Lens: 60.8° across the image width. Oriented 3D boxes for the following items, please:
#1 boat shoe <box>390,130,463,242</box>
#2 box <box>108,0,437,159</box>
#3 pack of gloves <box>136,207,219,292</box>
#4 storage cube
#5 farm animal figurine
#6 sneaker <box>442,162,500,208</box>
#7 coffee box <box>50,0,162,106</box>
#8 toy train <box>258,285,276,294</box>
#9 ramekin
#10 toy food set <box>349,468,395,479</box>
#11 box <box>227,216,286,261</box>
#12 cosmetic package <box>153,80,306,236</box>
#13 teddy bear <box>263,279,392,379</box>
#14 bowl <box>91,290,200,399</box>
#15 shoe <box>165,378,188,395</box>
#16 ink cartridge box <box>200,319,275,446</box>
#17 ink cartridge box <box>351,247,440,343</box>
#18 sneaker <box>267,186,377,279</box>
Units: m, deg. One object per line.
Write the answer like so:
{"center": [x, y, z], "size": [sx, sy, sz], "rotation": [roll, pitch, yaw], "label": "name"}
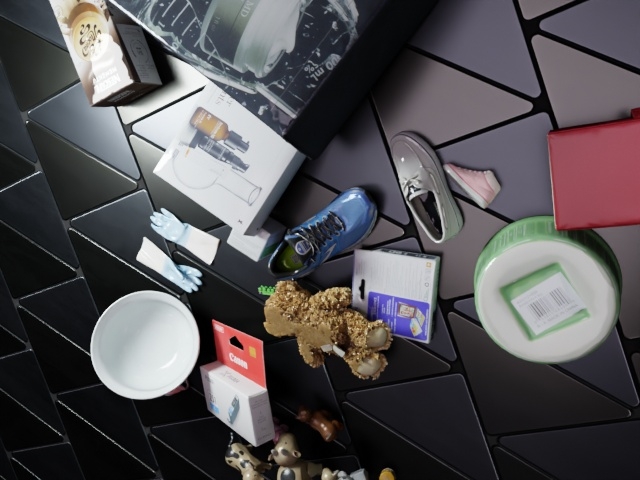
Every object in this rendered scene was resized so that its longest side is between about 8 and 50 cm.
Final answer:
{"center": [0.224, -0.117, 1.222], "size": [0.096, 0.088, 0.267], "rotation": [-21, 96, 42], "label": "boat shoe"}
{"center": [-0.071, -0.504, 1.096], "size": [0.472, 0.297, 0.480], "rotation": [39, 97, 8], "label": "box"}
{"center": [-0.419, 0.032, 1.550], "size": [0.232, 0.046, 0.195], "rotation": [29, 112, 14], "label": "pack of gloves"}
{"center": [0.545, -0.134, 1.043], "size": [0.193, 0.184, 0.215], "rotation": [-6, 100, 25], "label": "storage cube"}
{"center": [-0.091, 0.591, 1.409], "size": [0.330, 0.172, 0.326], "rotation": [-32, 59, 16], "label": "farm animal figurine"}
{"center": [0.338, -0.139, 1.203], "size": [0.070, 0.051, 0.134], "rotation": [-46, 72, 6], "label": "sneaker"}
{"center": [-0.565, -0.522, 1.444], "size": [0.168, 0.119, 0.297], "rotation": [-19, 94, 24], "label": "coffee box"}
{"center": [-0.130, 0.139, 1.471], "size": [0.083, 0.017, 0.023], "rotation": [4, 114, 21], "label": "toy train"}
{"center": [0.470, 0.108, 1.146], "size": [0.303, 0.148, 0.303], "rotation": [5, 104, 21], "label": "ramekin"}
{"center": [0.100, 0.679, 1.474], "size": [0.232, 0.104, 0.111], "rotation": [-22, 79, 7], "label": "toy food set"}
{"center": [-0.163, -0.015, 1.403], "size": [0.102, 0.101, 0.087], "rotation": [31, 111, 13], "label": "box"}
{"center": [-0.181, -0.242, 1.311], "size": [0.284, 0.097, 0.377], "rotation": [33, 95, 10], "label": "cosmetic package"}
{"center": [0.024, 0.215, 1.363], "size": [0.338, 0.113, 0.245], "rotation": [5, 120, 31], "label": "teddy bear"}
{"center": [-0.481, 0.298, 1.557], "size": [0.298, 0.134, 0.297], "rotation": [0, 77, -1], "label": "bowl"}
{"center": [-0.464, 0.380, 1.640], "size": [0.081, 0.063, 0.178], "rotation": [-23, 98, 24], "label": "shoe"}
{"center": [-0.236, 0.371, 1.463], "size": [0.296, 0.066, 0.261], "rotation": [6, 107, 54], "label": "ink cartridge box"}
{"center": [0.178, 0.127, 1.323], "size": [0.208, 0.045, 0.206], "rotation": [9, 105, 26], "label": "ink cartridge box"}
{"center": [0.000, 0.000, 1.316], "size": [0.330, 0.147, 0.130], "rotation": [-42, 85, 24], "label": "sneaker"}
